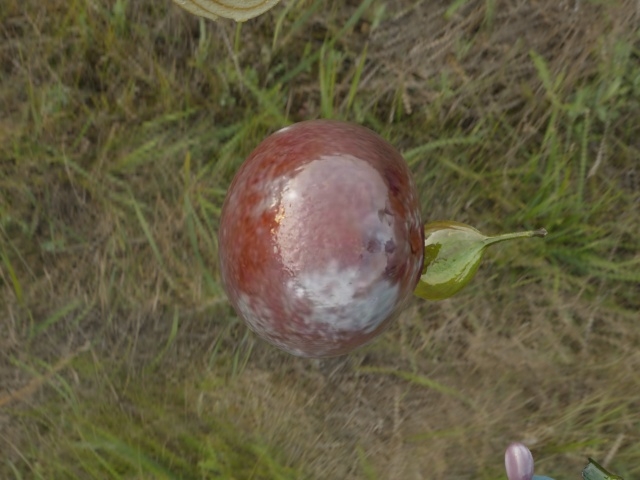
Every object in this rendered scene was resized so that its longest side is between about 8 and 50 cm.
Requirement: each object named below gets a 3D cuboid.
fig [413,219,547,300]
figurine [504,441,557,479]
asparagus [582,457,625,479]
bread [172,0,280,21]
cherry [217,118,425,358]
[{"bbox_3d":[0.161,0.001,1.384,0.166,0.093,0.093,-36,78,17],"label":"fig"},{"bbox_3d":[0.141,0.274,0.781,0.103,0.205,0.260,1,46,-17],"label":"figurine"},{"bbox_3d":[0.447,0.400,1.621,0.287,0.080,0.080,37,70,21],"label":"asparagus"},{"bbox_3d":[-0.115,-0.303,1.373,0.149,0.122,0.073,24,41,-41],"label":"bread"},{"bbox_3d":[0.000,0.000,1.237,0.213,0.285,0.236,-15,100,1],"label":"cherry"}]
